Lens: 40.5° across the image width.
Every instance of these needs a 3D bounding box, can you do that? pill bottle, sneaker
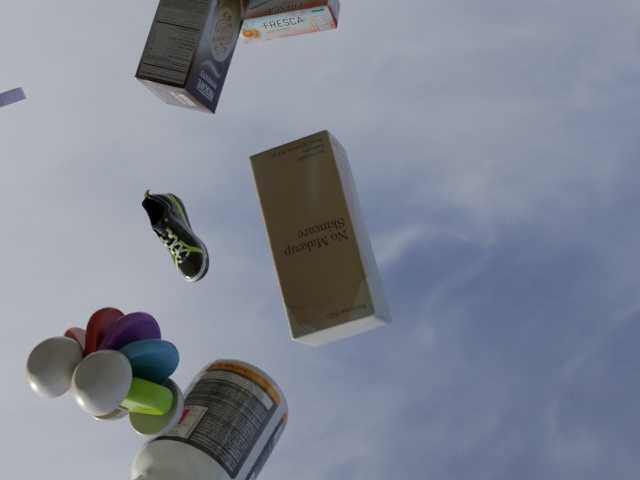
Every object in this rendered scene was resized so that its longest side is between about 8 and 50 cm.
[{"bbox_3d":[-0.164,0.304,1.208,0.162,0.162,0.278,1,-151,23],"label":"pill bottle"},{"bbox_3d":[-0.325,-0.008,1.865,0.084,0.097,0.235,-43,-118,24],"label":"sneaker"}]

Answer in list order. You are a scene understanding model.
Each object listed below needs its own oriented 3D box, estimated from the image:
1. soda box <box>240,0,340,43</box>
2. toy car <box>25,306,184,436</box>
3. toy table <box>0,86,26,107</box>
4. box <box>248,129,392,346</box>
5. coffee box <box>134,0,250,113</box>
[{"bbox_3d":[-0.060,-0.401,1.532,0.183,0.058,0.063,-5,-124,19],"label":"soda box"},{"bbox_3d":[-0.245,0.149,1.047,0.182,0.159,0.136,9,-111,33],"label":"toy car"},{"bbox_3d":[-0.764,-0.314,1.761,0.274,0.161,0.252,-27,-164,-21],"label":"toy table"},{"bbox_3d":[0.000,0.000,1.390,0.148,0.121,0.311,-19,-106,12],"label":"box"},{"bbox_3d":[-0.205,-0.353,1.444,0.098,0.141,0.247,15,-95,16],"label":"coffee box"}]
